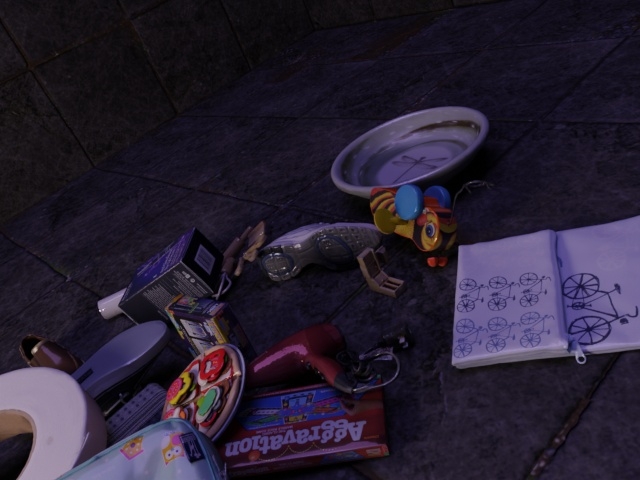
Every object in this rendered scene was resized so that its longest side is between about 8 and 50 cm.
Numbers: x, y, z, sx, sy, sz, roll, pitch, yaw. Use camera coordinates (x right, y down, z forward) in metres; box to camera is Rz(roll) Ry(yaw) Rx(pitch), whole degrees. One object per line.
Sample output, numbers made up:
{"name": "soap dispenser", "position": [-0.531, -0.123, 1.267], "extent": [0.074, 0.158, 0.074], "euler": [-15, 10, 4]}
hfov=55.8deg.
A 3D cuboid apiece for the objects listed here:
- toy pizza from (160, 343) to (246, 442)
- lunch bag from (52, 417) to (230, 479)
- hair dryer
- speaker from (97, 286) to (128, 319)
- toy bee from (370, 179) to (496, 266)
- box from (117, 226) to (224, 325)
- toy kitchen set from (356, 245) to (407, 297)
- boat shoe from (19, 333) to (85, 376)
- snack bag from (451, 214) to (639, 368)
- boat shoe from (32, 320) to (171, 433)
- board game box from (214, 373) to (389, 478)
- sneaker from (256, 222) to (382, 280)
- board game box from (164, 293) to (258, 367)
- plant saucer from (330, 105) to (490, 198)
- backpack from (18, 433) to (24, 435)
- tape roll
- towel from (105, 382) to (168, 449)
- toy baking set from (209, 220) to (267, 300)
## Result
{"name": "toy pizza", "position": [-0.201, 0.255, 0.985], "extent": [0.201, 0.032, 0.201], "euler": [-31, 36, 26]}
{"name": "lunch bag", "position": [-0.239, 0.385, 0.799], "extent": [0.279, 0.108, 0.224], "euler": [-27, 55, -10]}
{"name": "hair dryer", "position": [-0.001, 0.189, 0.984], "extent": [0.293, 0.080, 0.223], "euler": [-17, 2, 20]}
{"name": "speaker", "position": [-0.485, 0.147, 1.516], "extent": [0.136, 0.055, 0.055], "euler": [-26, 29, -2]}
{"name": "toy bee", "position": [0.198, -0.032, 1.191], "extent": [0.195, 0.162, 0.298], "euler": [1, 2, -12]}
{"name": "box", "position": [-0.339, 0.093, 1.386], "extent": [0.207, 0.108, 0.153], "euler": [-33, 25, 19]}
{"name": "toy kitchen set", "position": [0.129, 0.052, 1.173], "extent": [0.068, 0.083, 0.075], "euler": [-41, 32, -26]}
{"name": "boat shoe", "position": [-0.614, 0.272, 1.363], "extent": [0.257, 0.095, 0.095], "euler": [7, 41, 44]}
{"name": "snack bag", "position": [0.389, 0.074, 0.988], "extent": [0.342, 0.037, 0.323], "euler": [-11, 31, 24]}
{"name": "boat shoe", "position": [-0.407, 0.285, 1.176], "extent": [0.306, 0.105, 0.113], "euler": [-43, 37, -18]}
{"name": "board game box", "position": [-0.038, 0.286, 0.933], "extent": [0.281, 0.027, 0.145], "euler": [-12, 31, 8]}
{"name": "sneaker", "position": [0.000, 0.000, 1.342], "extent": [0.297, 0.111, 0.129], "euler": [-9, 27, 26]}
{"name": "board game box", "position": [-0.193, 0.183, 1.111], "extent": [0.141, 0.170, 0.048], "euler": [3, 38, 39]}
{"name": "plant saucer", "position": [0.226, -0.197, 1.497], "extent": [0.400, 0.101, 0.400], "euler": [-19, 28, 11]}
{"name": "backpack", "position": [-0.591, 0.340, 1.238], "extent": [0.120, 0.098, 0.101], "euler": [-27, 6, 14]}
{"name": "tape roll", "position": [-0.540, 0.383, 0.987], "extent": [0.391, 0.072, 0.392], "euler": [-13, 39, 11]}
{"name": "towel", "position": [-0.321, 0.401, 0.987], "extent": [0.312, 0.056, 0.324], "euler": [15, 45, 46]}
{"name": "toy baking set", "position": [-0.209, 0.057, 1.403], "extent": [0.256, 0.030, 0.197], "euler": [-51, 17, 0]}
